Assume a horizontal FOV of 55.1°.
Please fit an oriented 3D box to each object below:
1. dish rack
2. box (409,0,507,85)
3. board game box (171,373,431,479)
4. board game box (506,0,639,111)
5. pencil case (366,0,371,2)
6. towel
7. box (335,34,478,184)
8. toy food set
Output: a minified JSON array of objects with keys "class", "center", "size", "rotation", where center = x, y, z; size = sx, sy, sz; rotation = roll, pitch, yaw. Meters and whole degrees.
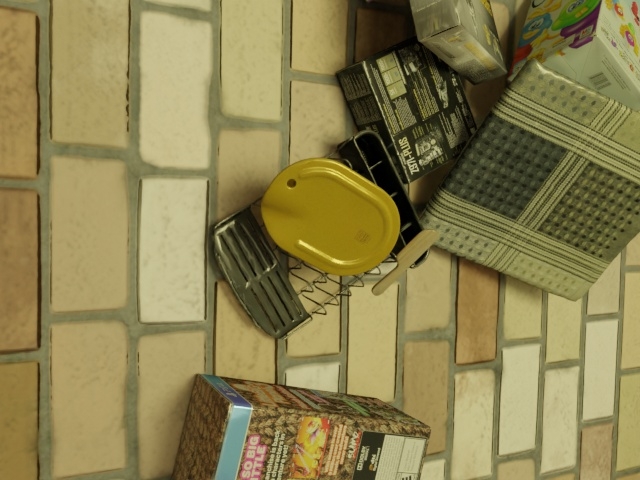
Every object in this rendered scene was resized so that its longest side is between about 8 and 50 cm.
[{"class":"dish rack","center":[0.000,0.000,0.833],"size":[0.271,0.074,0.208],"rotation":[-34,106,-20]},{"class":"box","center":[0.178,-0.327,0.824],"size":[0.231,0.056,0.183],"rotation":[3,74,-59]},{"class":"board game box","center":[-0.033,0.320,0.798],"size":[0.291,0.141,0.232],"rotation":[15,86,-26]},{"class":"board game box","center":[0.406,-0.312,0.931],"size":[0.144,0.142,0.275],"rotation":[40,56,-23]},{"class":"pencil case","center":[0.054,-0.428,0.825],"size":[0.086,0.088,0.206],"rotation":[-40,110,-17]},{"class":"towel","center":[0.343,-0.072,0.908],"size":[0.324,0.056,0.312],"rotation":[22,119,-16]},{"class":"box","center":[0.129,-0.190,0.882],"size":[0.147,0.077,0.180],"rotation":[-31,106,-22]},{"class":"toy food set","center":[0.025,-0.028,0.775],"size":[0.218,0.071,0.128],"rotation":[31,105,-22]}]
